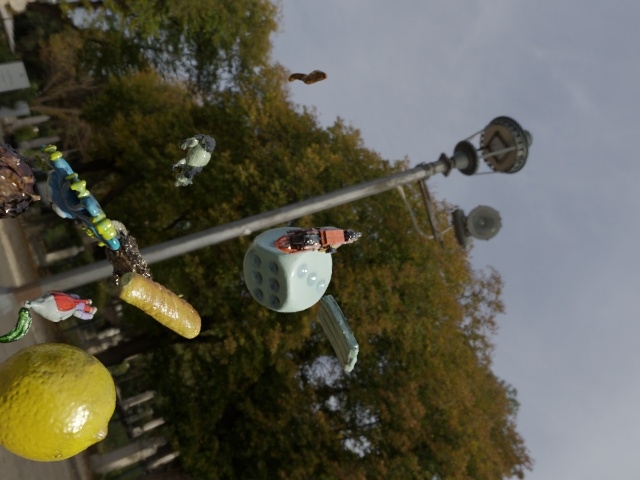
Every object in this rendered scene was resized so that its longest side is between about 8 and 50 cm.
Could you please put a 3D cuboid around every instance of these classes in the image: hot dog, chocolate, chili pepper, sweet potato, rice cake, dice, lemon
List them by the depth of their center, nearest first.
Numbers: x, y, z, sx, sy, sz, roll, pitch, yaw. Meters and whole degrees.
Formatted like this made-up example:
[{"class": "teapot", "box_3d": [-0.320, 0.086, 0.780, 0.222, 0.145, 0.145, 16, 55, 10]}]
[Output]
[{"class": "hot dog", "box_3d": [-0.366, 0.156, 1.278, 0.286, 0.061, 0.087, 47, 38, -56]}, {"class": "chocolate", "box_3d": [-0.790, -0.127, 1.336, 0.177, 0.224, 0.206, 27, -48, 32]}, {"class": "chili pepper", "box_3d": [-0.819, 0.235, 1.472, 0.055, 0.118, 0.035, 43, -3, -18]}, {"class": "lemon", "box_3d": [-0.742, 0.441, 1.505, 0.336, 0.336, 0.335, 46, -34, 45]}, {"class": "rice cake", "box_3d": [0.048, 0.259, 1.527, 0.124, 0.038, 0.211, 100, -29, -46]}, {"class": "sweet potato", "box_3d": [-0.032, -0.488, 1.636, 0.179, 0.044, 0.044, 17, -57, 50]}, {"class": "dice", "box_3d": [-0.131, 0.111, 2.186, 0.265, 0.263, 0.267, 20, -60, 35]}]

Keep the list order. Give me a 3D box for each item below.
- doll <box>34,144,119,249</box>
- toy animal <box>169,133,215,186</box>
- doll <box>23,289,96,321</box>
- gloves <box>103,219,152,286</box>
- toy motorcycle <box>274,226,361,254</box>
[{"class": "doll", "box_3d": [-0.701, -0.106, 1.551, 0.341, 0.099, 0.346, 16, -43, 53]}, {"class": "toy animal", "box_3d": [-0.459, -0.286, 1.955, 0.094, 0.121, 0.225, 30, -79, 10]}, {"class": "doll", "box_3d": [-0.718, 0.179, 1.508, 0.102, 0.075, 0.227, 44, 11, 20]}, {"class": "gloves", "box_3d": [-0.800, 0.075, 2.233, 0.312, 0.135, 0.210, 51, -40, 22]}, {"class": "toy motorcycle", "box_3d": [0.001, -0.002, 1.850, 0.171, 0.298, 0.089, -1, -88, 45]}]
